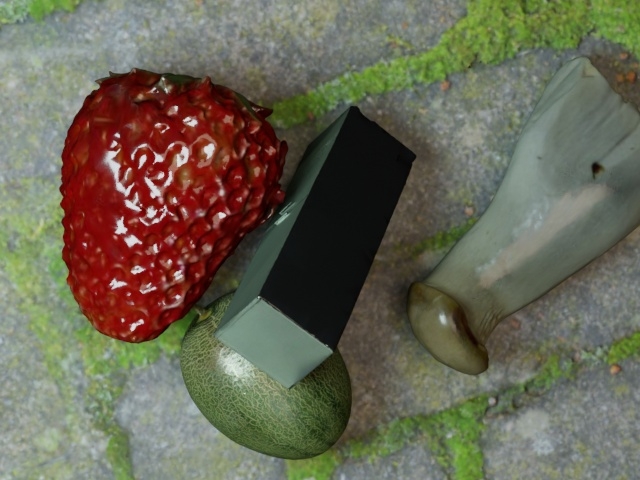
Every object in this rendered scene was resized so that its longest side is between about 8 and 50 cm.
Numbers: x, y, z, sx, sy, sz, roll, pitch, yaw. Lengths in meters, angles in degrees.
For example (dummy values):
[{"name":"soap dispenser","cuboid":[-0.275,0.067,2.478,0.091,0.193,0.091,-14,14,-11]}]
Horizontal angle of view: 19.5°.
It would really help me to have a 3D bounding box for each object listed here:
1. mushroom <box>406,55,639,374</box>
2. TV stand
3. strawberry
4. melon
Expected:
[{"name":"mushroom","cuboid":[0.204,-0.017,1.820,0.159,0.122,0.328,39,79,25]},{"name":"TV stand","cuboid":[0.000,0.000,1.699,0.088,0.083,0.269,35,45,-12]},{"name":"strawberry","cuboid":[-0.148,-0.028,1.682,0.205,0.205,0.244,15,89,-14]},{"name":"melon","cuboid":[-0.054,0.120,1.731,0.192,0.139,0.139,44,81,-13]}]
